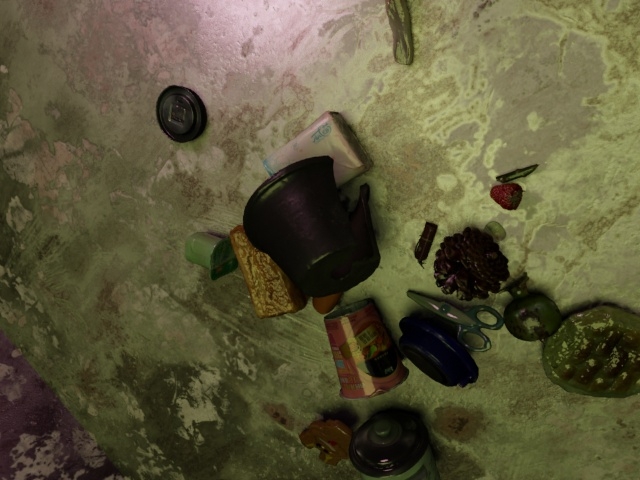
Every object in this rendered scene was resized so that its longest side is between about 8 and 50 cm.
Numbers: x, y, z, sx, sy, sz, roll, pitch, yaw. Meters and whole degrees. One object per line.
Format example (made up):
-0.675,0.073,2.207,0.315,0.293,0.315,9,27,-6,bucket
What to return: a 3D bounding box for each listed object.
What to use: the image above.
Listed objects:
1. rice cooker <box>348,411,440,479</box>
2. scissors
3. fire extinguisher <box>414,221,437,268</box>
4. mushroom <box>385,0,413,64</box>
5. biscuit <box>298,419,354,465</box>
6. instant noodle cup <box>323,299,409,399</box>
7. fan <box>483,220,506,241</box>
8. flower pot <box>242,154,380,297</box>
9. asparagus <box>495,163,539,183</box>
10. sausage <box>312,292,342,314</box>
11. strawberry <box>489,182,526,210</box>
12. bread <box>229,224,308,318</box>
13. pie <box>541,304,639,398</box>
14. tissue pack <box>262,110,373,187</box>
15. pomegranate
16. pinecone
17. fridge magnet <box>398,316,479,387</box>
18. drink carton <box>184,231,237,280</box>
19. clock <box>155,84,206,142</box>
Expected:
0.241,0.714,1.356,0.316,0.264,0.316,52,157,33,rice cooker
0.372,0.210,1.210,0.289,0.041,0.138,25,74,38,scissors
0.305,0.014,1.228,0.056,0.039,0.132,37,122,44,fire extinguisher
0.207,-0.559,1.084,0.059,0.054,0.202,-4,110,29,mushroom
0.027,0.730,1.515,0.186,0.044,0.295,33,135,7,biscuit
0.125,0.333,1.312,0.244,0.244,0.254,-21,90,26,instant noodle cup
0.474,-0.023,1.168,0.080,0.003,0.060,-8,103,24,fan
0.000,0.000,1.120,0.379,0.379,0.251,-46,53,27,flower pot
0.515,-0.174,1.091,0.108,0.025,0.021,-19,140,24,asparagus
0.038,0.136,1.344,0.098,0.098,0.238,28,113,11,sausage
0.491,-0.119,1.104,0.083,0.073,0.073,31,122,51,strawberry
-0.161,0.087,1.377,0.195,0.149,0.343,-13,101,12,bread
0.760,0.304,1.115,0.307,0.071,0.306,5,112,14,pie
-0.012,-0.225,1.234,0.271,0.124,0.201,-32,97,26,tissue pack
0.561,0.192,1.131,0.148,0.148,0.169,-40,83,27,pomegranate
0.396,0.074,1.130,0.208,0.208,0.207,7,109,20,pinecone
0.332,0.326,1.216,0.265,0.265,0.112,44,73,4,fridge magnet
-0.385,0.038,1.460,0.142,0.146,0.144,19,112,24,drink carton
-0.465,-0.420,1.395,0.185,0.040,0.184,7,110,20,clock
